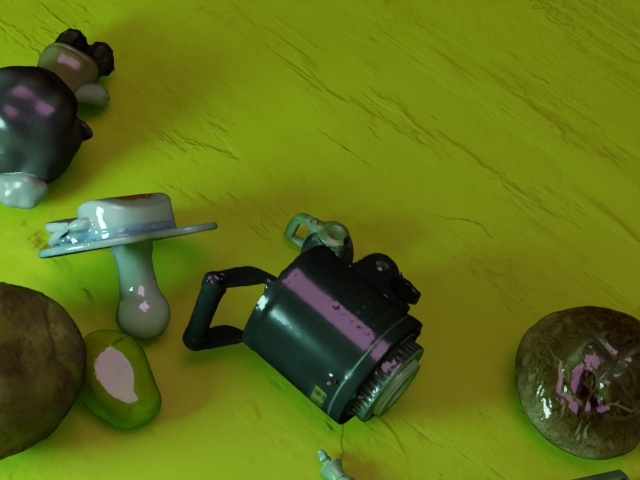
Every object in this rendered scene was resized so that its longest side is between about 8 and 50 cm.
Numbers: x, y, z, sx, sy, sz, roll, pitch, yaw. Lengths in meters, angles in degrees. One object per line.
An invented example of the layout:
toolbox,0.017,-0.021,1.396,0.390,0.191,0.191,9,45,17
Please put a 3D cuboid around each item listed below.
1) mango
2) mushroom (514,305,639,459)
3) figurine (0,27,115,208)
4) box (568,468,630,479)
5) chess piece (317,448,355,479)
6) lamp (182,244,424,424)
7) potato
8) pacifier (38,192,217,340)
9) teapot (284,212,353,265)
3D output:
mango,-0.313,0.210,1.603,0.117,0.089,0.163,-14,59,-26
mushroom,0.454,0.230,1.730,0.278,0.146,0.278,3,60,-6
figurine,-0.499,-0.237,1.871,0.218,0.206,0.365,38,26,-11
box,0.385,0.467,1.601,0.270,0.045,0.211,-6,54,-17
chess piece,0.036,0.374,1.587,0.059,0.059,0.149,-23,57,-26
lamp,0.018,0.155,1.644,0.374,0.205,0.272,-14,53,-34
potato,-0.463,0.202,1.488,0.237,0.301,0.289,22,82,-16
pacifier,-0.304,0.046,1.691,0.299,0.244,0.233,-9,86,-46
teapot,0.001,0.007,1.825,0.124,0.091,0.092,7,51,-8
